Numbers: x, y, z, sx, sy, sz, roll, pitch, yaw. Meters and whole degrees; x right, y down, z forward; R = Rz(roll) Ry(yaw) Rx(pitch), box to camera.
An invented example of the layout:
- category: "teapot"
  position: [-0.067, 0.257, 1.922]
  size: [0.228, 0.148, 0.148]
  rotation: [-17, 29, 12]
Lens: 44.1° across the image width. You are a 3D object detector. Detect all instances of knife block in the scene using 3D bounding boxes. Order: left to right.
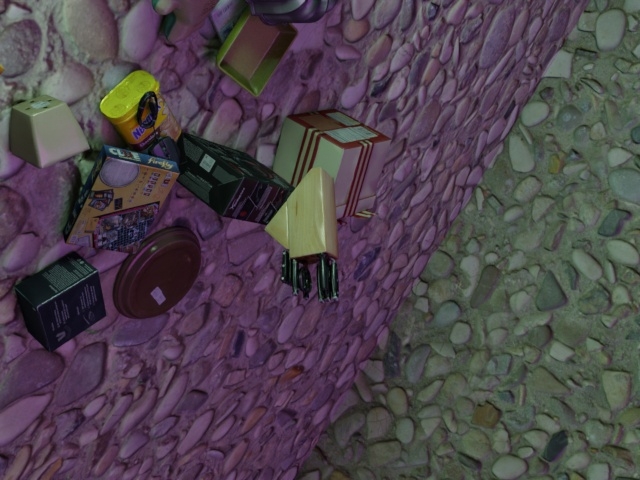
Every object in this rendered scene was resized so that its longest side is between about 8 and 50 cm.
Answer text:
- category: "knife block"
  position: [0.000, 0.000, 1.872]
  size: [0.276, 0.242, 0.088]
  rotation: [-52, 154, 3]

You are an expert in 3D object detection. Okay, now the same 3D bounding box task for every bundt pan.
- category: "bundt pan"
  position: [-0.033, -0.612, 1.673]
  size: [0.331, 0.124, 0.331]
  rotation: [-38, 138, -46]

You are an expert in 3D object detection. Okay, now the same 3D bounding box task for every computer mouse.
- category: "computer mouse"
  position: [-0.333, -0.213, 1.649]
  size: [0.071, 0.041, 0.242]
  rotation: [-40, 152, -21]

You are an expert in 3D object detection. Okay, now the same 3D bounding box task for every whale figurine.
- category: "whale figurine"
  position: [-0.261, -0.510, 1.530]
  size: [0.216, 0.141, 0.272]
  rotation: [-46, 176, -31]

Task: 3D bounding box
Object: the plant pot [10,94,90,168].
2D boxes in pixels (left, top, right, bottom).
- category: "plant pot"
  position: [-0.512, -0.209, 1.465]
  size: [0.109, 0.109, 0.096]
  rotation: [-32, 132, -37]

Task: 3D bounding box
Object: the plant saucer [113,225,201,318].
- category: "plant saucer"
  position: [-0.406, 0.092, 2.023]
  size: [0.278, 0.041, 0.278]
  rotation: [-39, 149, -29]

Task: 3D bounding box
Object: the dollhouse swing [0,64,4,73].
- category: "dollhouse swing"
  position: [-0.671, -0.236, 0.999]
  size: [0.347, 0.315, 0.305]
  rotation: [-50, 172, -10]

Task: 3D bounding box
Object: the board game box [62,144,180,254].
- category: "board game box"
  position: [-0.426, -0.081, 1.679]
  size: [0.165, 0.042, 0.243]
  rotation: [12, 126, -36]

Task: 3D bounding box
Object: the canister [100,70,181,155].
- category: "canister"
  position: [-0.372, -0.256, 1.659]
  size: [0.126, 0.073, 0.170]
  rotation: [-47, 153, -14]

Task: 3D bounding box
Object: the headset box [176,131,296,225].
- category: "headset box"
  position: [-0.197, -0.138, 1.908]
  size: [0.110, 0.218, 0.293]
  rotation: [-59, 153, 11]

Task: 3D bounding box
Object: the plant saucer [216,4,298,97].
- category: "plant saucer"
  position: [-0.152, -0.443, 1.791]
  size: [0.188, 0.045, 0.188]
  rotation: [-57, 153, 2]

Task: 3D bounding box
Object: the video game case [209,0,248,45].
- category: "video game case"
  position: [-0.173, -0.505, 1.761]
  size: [0.157, 0.019, 0.143]
  rotation: [-49, 152, -15]

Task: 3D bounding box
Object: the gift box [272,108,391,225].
- category: "gift box"
  position: [0.040, -0.195, 2.186]
  size: [0.276, 0.255, 0.258]
  rotation: [-13, 129, -44]

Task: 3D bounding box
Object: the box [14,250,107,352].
- category: "box"
  position: [-0.571, 0.135, 1.747]
  size: [0.158, 0.093, 0.156]
  rotation: [-36, 147, -34]
